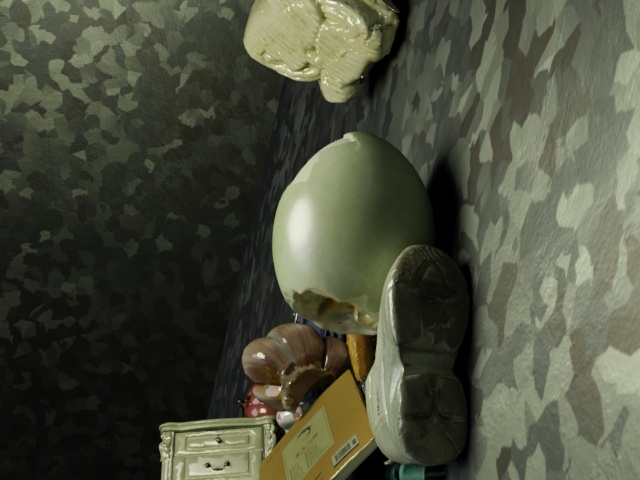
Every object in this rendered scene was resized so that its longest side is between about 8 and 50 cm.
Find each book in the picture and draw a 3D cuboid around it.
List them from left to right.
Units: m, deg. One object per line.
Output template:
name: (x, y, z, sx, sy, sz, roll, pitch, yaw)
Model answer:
book: (-0.012, 0.382, 1.775, 0.269, 0.032, 0.389, -48, 9, 4)

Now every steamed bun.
steamed bun: (0.031, -0.502, 2.266, 0.237, 0.394, 0.346, -60, -41, -32)

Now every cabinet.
cabinet: (-0.228, 0.608, 2.352, 0.227, 0.290, 0.318, 82, -176, -53)

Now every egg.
egg: (0.058, -0.019, 1.697, 0.278, 0.278, 0.336, 128, 154, -65)

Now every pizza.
pizza: (0.080, 0.182, 1.955, 0.199, 0.062, 0.188, 143, 122, -85)

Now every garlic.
garlic: (-0.050, 0.241, 2.026, 0.191, 0.214, 0.160, 11, 129, 60)

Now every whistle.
whistle: (0.144, 0.363, 1.551, 0.186, 0.039, 0.039, 140, 138, -71)

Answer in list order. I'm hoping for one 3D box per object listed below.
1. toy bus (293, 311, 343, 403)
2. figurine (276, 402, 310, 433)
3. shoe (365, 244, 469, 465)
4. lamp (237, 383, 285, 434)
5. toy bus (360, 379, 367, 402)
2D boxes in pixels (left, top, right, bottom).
toy bus: (-0.011, 0.204, 2.180, 0.125, 0.133, 0.292, -145, 64, -83)
figurine: (-0.056, 0.417, 2.348, 0.178, 0.109, 0.129, -95, -7, -49)
shoe: (0.131, 0.184, 1.533, 0.210, 0.132, 0.342, 132, 143, -63)
lamp: (-0.148, 0.449, 2.592, 0.182, 0.140, 0.182, -173, 90, -81)
toy bus: (0.089, 0.294, 1.870, 0.130, 0.037, 0.052, 117, 164, -57)
